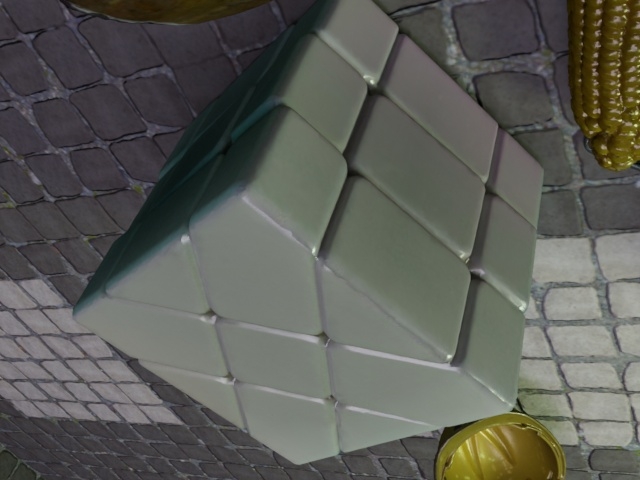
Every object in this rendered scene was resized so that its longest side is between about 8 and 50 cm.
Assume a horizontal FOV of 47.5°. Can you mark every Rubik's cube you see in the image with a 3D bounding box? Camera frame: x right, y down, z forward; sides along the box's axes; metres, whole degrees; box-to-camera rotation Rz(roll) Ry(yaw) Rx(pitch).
[{"bbox_3d":[0.000,0.000,0.753,0.318,0.316,0.322,38,136,-21],"label":"Rubik's cube"}]

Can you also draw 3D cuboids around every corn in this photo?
[{"bbox_3d":[0.260,-0.189,0.586,0.119,0.119,0.322,3,142,20],"label":"corn"}]

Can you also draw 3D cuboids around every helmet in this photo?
[{"bbox_3d":[0.264,0.331,1.159,0.205,0.140,0.257,-27,117,3],"label":"helmet"}]

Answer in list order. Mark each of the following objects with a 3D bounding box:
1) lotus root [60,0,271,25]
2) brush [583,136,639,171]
[{"bbox_3d":[-0.093,-0.279,0.487,0.192,0.272,0.272,10,147,52],"label":"lotus root"},{"bbox_3d":[0.396,-0.054,0.747,0.266,0.027,0.062,20,140,1],"label":"brush"}]
